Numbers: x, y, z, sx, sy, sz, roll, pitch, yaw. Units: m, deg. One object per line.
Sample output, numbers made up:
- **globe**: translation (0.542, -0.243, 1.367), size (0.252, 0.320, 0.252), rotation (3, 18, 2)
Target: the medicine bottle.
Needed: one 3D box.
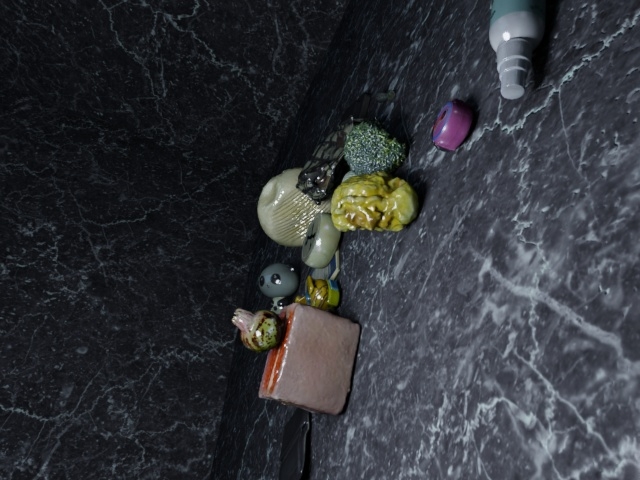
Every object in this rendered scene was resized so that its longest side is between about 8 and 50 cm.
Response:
- **medicine bottle**: translation (0.416, -0.457, 1.009), size (0.110, 0.110, 0.352), rotation (143, 142, -64)

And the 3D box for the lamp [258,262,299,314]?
- **lamp**: translation (-0.195, 0.225, 2.243), size (0.198, 0.197, 0.244), rotation (146, 123, -66)

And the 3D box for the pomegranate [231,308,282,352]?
- **pomegranate**: translation (-0.189, 0.265, 1.395), size (0.138, 0.163, 0.126), rotation (-7, 76, 49)

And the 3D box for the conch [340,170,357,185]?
- **conch**: translation (0.131, -0.214, 1.729), size (0.153, 0.102, 0.135), rotation (-47, 16, -32)

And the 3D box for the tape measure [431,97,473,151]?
- **tape measure**: translation (0.330, -0.291, 1.196), size (0.118, 0.074, 0.125), rotation (119, 166, -52)

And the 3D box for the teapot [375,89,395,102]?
- **teapot**: translation (0.247, -0.550, 1.813), size (0.110, 0.042, 0.043), rotation (-143, 72, -71)

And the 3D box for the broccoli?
- **broccoli**: translation (0.174, -0.298, 1.544), size (0.176, 0.226, 0.198), rotation (-42, -65, -62)

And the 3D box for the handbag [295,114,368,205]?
- **handbag**: translation (0.049, -0.300, 1.813), size (0.325, 0.162, 0.327), rotation (-54, 8, -2)

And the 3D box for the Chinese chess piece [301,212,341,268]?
- **Chinese chess piece**: translation (0.000, 0.000, 1.908), size (0.238, 0.092, 0.238), rotation (-162, 90, -76)

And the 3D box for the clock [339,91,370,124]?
- **clock**: translation (0.128, -0.506, 2.153), size (0.279, 0.049, 0.273), rotation (163, 122, -72)

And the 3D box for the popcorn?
- **popcorn**: translation (0.136, -0.103, 1.377), size (0.286, 0.225, 0.174), rotation (-143, 39, -72)

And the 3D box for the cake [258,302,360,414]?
- **cake**: translation (-0.036, 0.358, 1.456), size (0.237, 0.230, 0.309), rotation (147, 138, -64)

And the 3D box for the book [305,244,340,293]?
- **book**: translation (0.004, 0.143, 1.937), size (0.228, 0.018, 0.322), rotation (-89, 22, -48)

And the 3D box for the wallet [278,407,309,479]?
- **wallet**: translation (-0.088, 0.699, 1.612), size (0.323, 0.041, 0.247), rotation (-91, 25, -57)

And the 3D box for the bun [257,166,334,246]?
- **bun**: translation (-0.111, -0.154, 2.114), size (0.349, 0.352, 0.227), rotation (-33, 33, 1)

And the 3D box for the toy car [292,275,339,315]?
- **toy car**: translation (-0.031, 0.247, 1.714), size (0.200, 0.142, 0.248), rotation (-112, 43, -67)
